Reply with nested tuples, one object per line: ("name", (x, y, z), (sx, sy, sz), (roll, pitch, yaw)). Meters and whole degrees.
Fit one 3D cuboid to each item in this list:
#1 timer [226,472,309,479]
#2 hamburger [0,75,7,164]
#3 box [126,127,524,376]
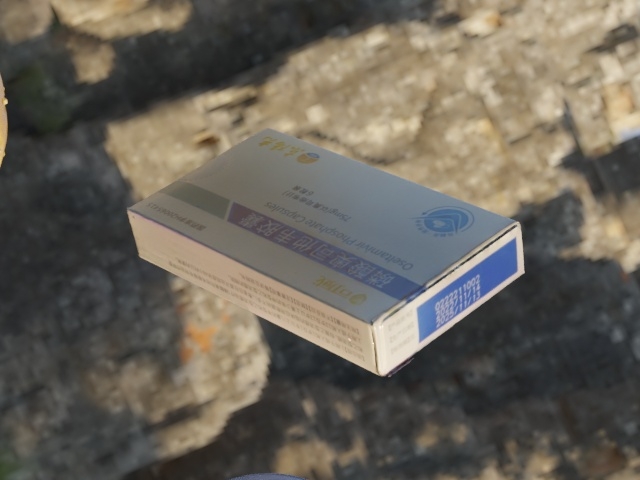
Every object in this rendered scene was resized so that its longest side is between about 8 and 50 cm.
("timer", (-0.029, 0.303, 0.858), (0.309, 0.340, 0.115), (19, -11, 41))
("hamburger", (-0.474, -0.156, 1.790), (0.158, 0.319, 0.318), (-14, 78, -51))
("box", (0.000, 0.000, 1.521), (0.343, 0.200, 0.065), (23, -46, 40))
